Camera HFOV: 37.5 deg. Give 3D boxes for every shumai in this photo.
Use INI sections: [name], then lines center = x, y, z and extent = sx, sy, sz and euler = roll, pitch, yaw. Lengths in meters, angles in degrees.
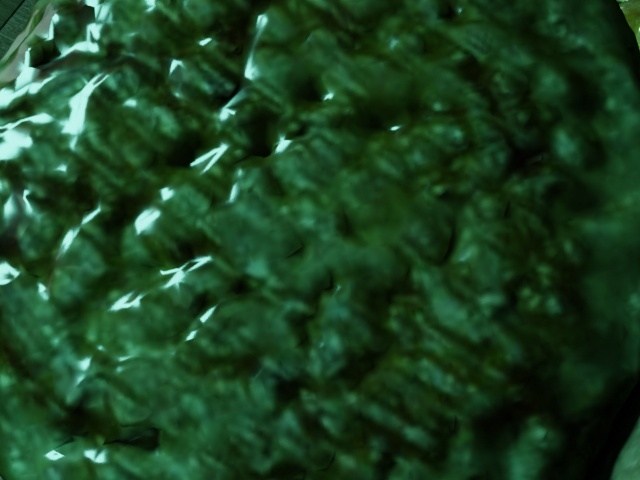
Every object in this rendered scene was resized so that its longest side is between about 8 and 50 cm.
[shumai]
center = 0.000, 0.000, 0.572
extent = 0.395, 0.395, 0.348
euler = -62, -4, -3

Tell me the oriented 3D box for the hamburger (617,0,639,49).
[hamburger]
center = 0.241, -0.144, 0.785
extent = 0.176, 0.102, 0.087
euler = -64, -18, 13
